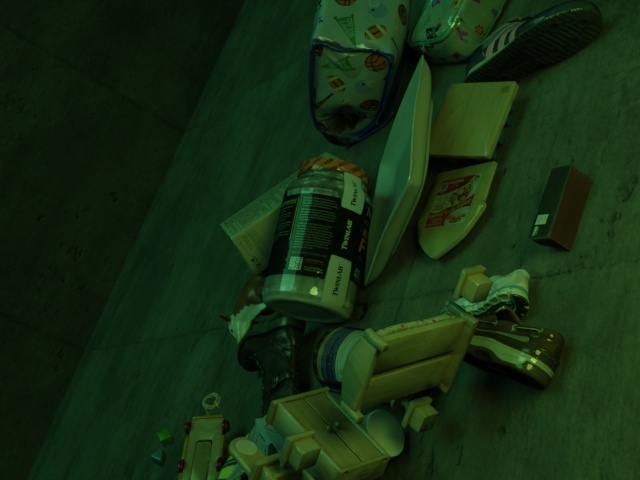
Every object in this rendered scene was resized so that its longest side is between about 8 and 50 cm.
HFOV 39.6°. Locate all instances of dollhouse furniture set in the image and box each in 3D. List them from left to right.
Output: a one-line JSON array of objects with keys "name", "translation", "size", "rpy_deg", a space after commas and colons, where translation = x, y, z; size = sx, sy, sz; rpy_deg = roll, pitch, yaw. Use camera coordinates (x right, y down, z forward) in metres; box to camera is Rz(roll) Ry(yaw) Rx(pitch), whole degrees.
[{"name": "dollhouse furniture set", "translation": [0.040, 0.175, 1.293], "size": [0.174, 0.303, 0.355], "rpy_deg": [40, 124, 38]}]

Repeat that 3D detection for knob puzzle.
[{"name": "knob puzzle", "translation": [0.250, -0.047, 1.665], "size": [0.213, 0.030, 0.213], "rpy_deg": [-43, 29, 31]}]

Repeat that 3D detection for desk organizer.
[{"name": "desk organizer", "translation": [0.378, -0.049, 1.396], "size": [0.047, 0.050, 0.130], "rpy_deg": [-9, 55, 60]}]

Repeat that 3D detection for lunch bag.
[{"name": "lunch bag", "translation": [0.096, -0.456, 2.159], "size": [0.385, 0.239, 0.327], "rpy_deg": [101, -177, -62]}, {"name": "lunch bag", "translation": [0.311, -0.531, 1.997], "size": [0.279, 0.108, 0.224], "rpy_deg": [-61, 24, -3]}]

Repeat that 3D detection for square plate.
[{"name": "square plate", "translation": [0.161, -0.133, 1.778], "size": [0.347, 0.049, 0.344], "rpy_deg": [109, 174, -52]}]

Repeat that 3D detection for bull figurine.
[{"name": "bull figurine", "translation": [-0.101, 0.102, 2.044], "size": [0.188, 0.101, 0.310], "rpy_deg": [-5, 46, 54]}]

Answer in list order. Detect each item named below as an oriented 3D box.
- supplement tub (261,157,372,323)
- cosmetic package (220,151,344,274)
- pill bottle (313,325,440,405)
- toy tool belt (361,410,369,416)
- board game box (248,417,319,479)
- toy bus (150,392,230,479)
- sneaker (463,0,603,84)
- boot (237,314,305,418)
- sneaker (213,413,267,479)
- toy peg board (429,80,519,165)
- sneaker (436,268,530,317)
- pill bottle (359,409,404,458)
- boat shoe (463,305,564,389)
[{"name": "supplement tub", "translation": [0.000, 0.000, 1.851], "size": [0.194, 0.194, 0.315], "rpy_deg": [-16, 57, 57]}, {"name": "cosmetic package", "translation": [-0.066, -0.066, 2.046], "size": [0.309, 0.113, 0.160], "rpy_deg": [-34, 20, -5]}, {"name": "pill bottle", "translation": [0.100, 0.217, 1.525], "size": [0.219, 0.123, 0.122], "rpy_deg": [3, 64, 48]}, {"name": "toy tool belt", "translation": [0.067, 0.324, 1.591], "size": [0.051, 0.052, 0.083], "rpy_deg": [-37, 13, -34]}, {"name": "board game box", "translation": [-0.052, 0.497, 1.442], "size": [0.318, 0.066, 0.318], "rpy_deg": [-148, 63, -66]}, {"name": "toy bus", "translation": [-0.247, 0.470, 1.953], "size": [0.202, 0.104, 0.191], "rpy_deg": [-36, 48, -24]}, {"name": "sneaker", "translation": [0.394, -0.391, 1.677], "size": [0.319, 0.112, 0.131], "rpy_deg": [-24, 44, 51]}, {"name": "boot", "translation": [-0.111, 0.299, 1.911], "size": [0.263, 0.091, 0.228], "rpy_deg": [-44, 36, 46]}, {"name": "sneaker", "translation": [-0.143, 0.486, 1.694], "size": [0.384, 0.145, 0.147], "rpy_deg": [-49, 2, -16]}, {"name": "toy peg board", "translation": [0.305, -0.217, 1.719], "size": [0.161, 0.079, 0.161], "rpy_deg": [8, 71, 48]}, {"name": "sneaker", "translation": [0.269, 0.099, 1.439], "size": [0.191, 0.071, 0.083], "rpy_deg": [-27, 27, 46]}, {"name": "pill bottle", "translation": [0.052, 0.355, 1.499], "size": [0.180, 0.108, 0.108], "rpy_deg": [-39, 31, 39]}, {"name": "boat shoe", "translation": [0.269, 0.147, 1.352], "size": [0.257, 0.095, 0.095], "rpy_deg": [18, 71, 55]}]
